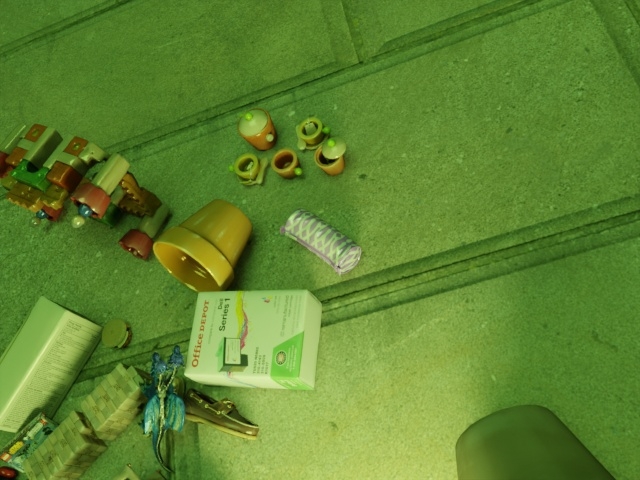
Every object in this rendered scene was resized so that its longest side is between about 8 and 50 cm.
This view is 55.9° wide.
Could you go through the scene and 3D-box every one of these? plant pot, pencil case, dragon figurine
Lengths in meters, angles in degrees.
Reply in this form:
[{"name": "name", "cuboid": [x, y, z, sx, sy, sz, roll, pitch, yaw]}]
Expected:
[{"name": "plant pot", "cuboid": [-0.271, 0.007, 1.485, 0.205, 0.205, 0.188, 19, 58, 27]}, {"name": "pencil case", "cuboid": [0.000, 0.000, 1.437, 0.206, 0.086, 0.088, 32, 45, 30]}, {"name": "plant pot", "cuboid": [0.361, 0.445, 0.999, 0.323, 0.323, 0.280, -25, 43, 7]}, {"name": "dragon figurine", "cuboid": [-0.347, 0.374, 1.317, 0.085, 0.144, 0.289, 3, 81, -24]}]

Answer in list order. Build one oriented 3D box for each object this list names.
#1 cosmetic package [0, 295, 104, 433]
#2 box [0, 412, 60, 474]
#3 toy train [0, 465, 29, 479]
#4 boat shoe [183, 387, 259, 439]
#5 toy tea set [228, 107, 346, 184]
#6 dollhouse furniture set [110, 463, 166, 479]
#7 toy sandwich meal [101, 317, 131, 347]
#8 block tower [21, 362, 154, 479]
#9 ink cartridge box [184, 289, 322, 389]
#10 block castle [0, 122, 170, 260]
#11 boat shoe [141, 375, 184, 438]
[{"name": "cosmetic package", "cuboid": [-0.696, 0.314, 1.500, 0.113, 0.160, 0.309, 20, 73, 27]}, {"name": "box", "cuboid": [-0.686, 0.490, 1.451, 0.137, 0.094, 0.027, -42, 29, -4]}, {"name": "toy train", "cuboid": [-0.715, 0.601, 1.378, 0.248, 0.143, 0.105, 13, 71, 25]}, {"name": "boat shoe", "cuboid": [-0.225, 0.385, 1.345, 0.207, 0.073, 0.073, 11, 73, 24]}, {"name": "toy tea set", "cuboid": [-0.091, -0.258, 1.571, 0.336, 0.124, 0.200, -1, 65, 20]}, {"name": "dollhouse furniture set", "cuboid": [-0.368, 0.588, 1.268, 0.183, 0.129, 0.129, 39, 82, 31]}, {"name": "toy sandwich meal", "cuboid": [-0.523, 0.240, 1.549, 0.085, 0.029, 0.086, -11, 62, 20]}, {"name": "block tower", "cuboid": [-0.534, 0.438, 1.422, 0.335, 0.097, 0.091, -45, 59, -7]}, {"name": "ink cartridge box", "cuboid": [-0.150, 0.224, 1.368, 0.278, 0.117, 0.201, -3, 65, 19]}, {"name": "block castle", "cuboid": [-0.665, -0.118, 1.614, 0.453, 0.303, 0.213, 19, 67, 26]}, {"name": "boat shoe", "cuboid": [-0.368, 0.387, 1.409, 0.056, 0.048, 0.153, 18, 73, 26]}]
